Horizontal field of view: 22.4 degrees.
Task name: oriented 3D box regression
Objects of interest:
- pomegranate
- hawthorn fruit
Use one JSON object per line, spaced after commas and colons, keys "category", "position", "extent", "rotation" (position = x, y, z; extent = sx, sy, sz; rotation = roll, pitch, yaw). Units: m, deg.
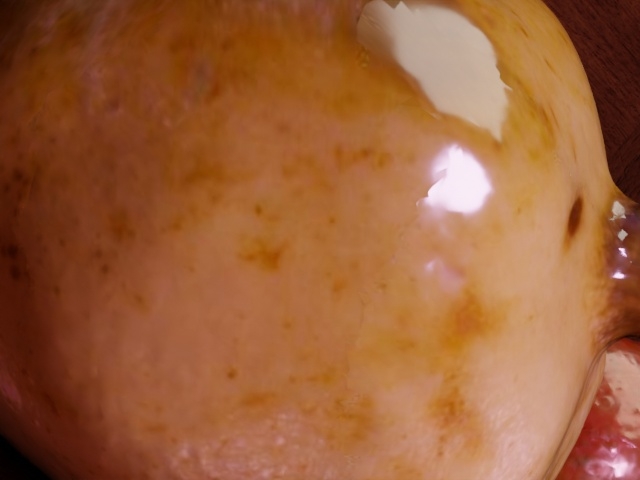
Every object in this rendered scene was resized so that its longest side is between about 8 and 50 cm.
{"category": "pomegranate", "position": [-0.018, -0.003, 0.647], "extent": [0.307, 0.307, 0.307], "rotation": [40, 3, -2]}
{"category": "hawthorn fruit", "position": [0.228, 0.167, 1.216], "extent": [0.262, 0.210, 0.210], "rotation": [-1, 15, -14]}
